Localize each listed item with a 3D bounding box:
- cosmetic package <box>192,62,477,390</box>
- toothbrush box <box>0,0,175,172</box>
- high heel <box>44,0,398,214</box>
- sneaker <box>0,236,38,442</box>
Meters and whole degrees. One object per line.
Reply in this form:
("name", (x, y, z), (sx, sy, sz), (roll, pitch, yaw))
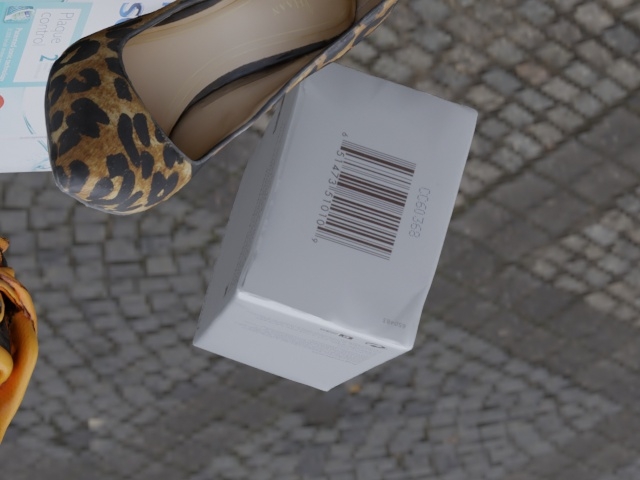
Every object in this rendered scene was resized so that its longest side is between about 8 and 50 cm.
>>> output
("cosmetic package", (0.000, 0.000, 1.466), (0.156, 0.217, 0.385), (18, 166, -8))
("toothbrush box", (-0.248, -0.141, 1.007), (0.295, 0.126, 0.216), (-4, 154, -25))
("high heel", (-0.040, -0.103, 0.867), (0.186, 0.261, 0.093), (-27, 103, 20))
("sneaker", (-0.135, 0.020, 0.558), (0.083, 0.215, 0.084), (-7, 155, 15))
